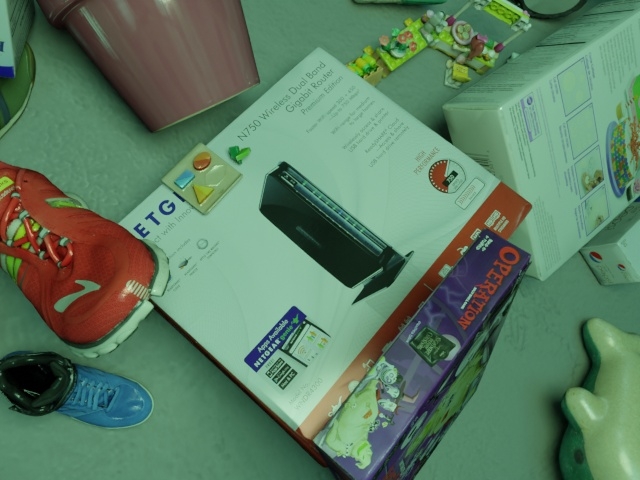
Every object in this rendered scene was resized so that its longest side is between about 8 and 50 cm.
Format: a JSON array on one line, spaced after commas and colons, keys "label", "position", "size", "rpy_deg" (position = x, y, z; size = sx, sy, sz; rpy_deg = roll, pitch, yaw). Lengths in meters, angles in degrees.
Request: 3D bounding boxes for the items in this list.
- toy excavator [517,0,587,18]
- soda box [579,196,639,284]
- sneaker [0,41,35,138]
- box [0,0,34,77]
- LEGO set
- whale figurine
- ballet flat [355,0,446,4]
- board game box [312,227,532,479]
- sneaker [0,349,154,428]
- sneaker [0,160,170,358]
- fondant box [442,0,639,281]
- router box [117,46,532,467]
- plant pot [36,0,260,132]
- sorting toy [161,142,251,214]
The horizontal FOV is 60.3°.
[{"label": "toy excavator", "position": [0.241, -0.505, 0.697], "size": [0.445, 0.432, 0.223], "rpy_deg": [27, 72, -44]}, {"label": "soda box", "position": [0.486, -0.025, 0.814], "size": [0.216, 0.074, 0.069], "rpy_deg": [-37, 95, -21]}, {"label": "sneaker", "position": [-0.336, -0.129, 0.524], "size": [0.064, 0.086, 0.192], "rpy_deg": [27, 73, -14]}, {"label": "box", "position": [-0.308, -0.241, 0.492], "size": [0.072, 0.137, 0.126], "rpy_deg": [3, 47, -18]}, {"label": "LEGO set", "position": [0.165, -0.254, 0.713], "size": [0.286, 0.107, 0.132], "rpy_deg": [-2, 83, -20]}, {"label": "whale figurine", "position": [0.391, 0.244, 0.730], "size": [0.216, 0.141, 0.272], "rpy_deg": [20, 52, -17]}, {"label": "ballet flat", "position": [0.049, -0.363, 0.712], "size": [0.247, 0.083, 0.087], "rpy_deg": [35, 96, -12]}, {"label": "board game box", "position": [0.095, 0.159, 0.523], "size": [0.056, 0.347, 0.208], "rpy_deg": [38, 71, 26]}, {"label": "sneaker", "position": [-0.232, 0.145, 0.524], "size": [0.152, 0.084, 0.058], "rpy_deg": [27, 74, -15]}, {"label": "sneaker", "position": [-0.231, 0.001, 0.447], "size": [0.107, 0.278, 0.118], "rpy_deg": [-56, 139, -13]}, {"label": "fondant box", "position": [0.332, -0.139, 0.723], "size": [0.330, 0.096, 0.239], "rpy_deg": [-34, 118, -20]}, {"label": "router box", "position": [0.000, 0.000, 0.580], "size": [0.301, 0.082, 0.335], "rpy_deg": [39, 70, 10]}, {"label": "plant pot", "position": [-0.157, -0.217, 0.558], "size": [0.201, 0.201, 0.180], "rpy_deg": [-32, 110, -21]}, {"label": "sorting toy", "position": [-0.109, -0.072, 0.547], "size": [0.062, 0.012, 0.083], "rpy_deg": [36, 70, 10]}]
